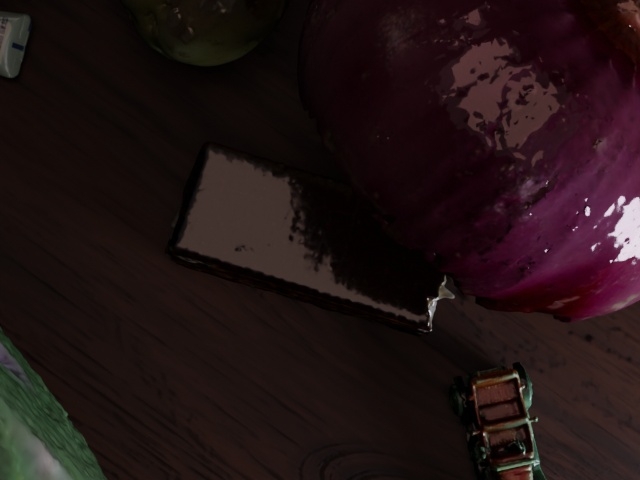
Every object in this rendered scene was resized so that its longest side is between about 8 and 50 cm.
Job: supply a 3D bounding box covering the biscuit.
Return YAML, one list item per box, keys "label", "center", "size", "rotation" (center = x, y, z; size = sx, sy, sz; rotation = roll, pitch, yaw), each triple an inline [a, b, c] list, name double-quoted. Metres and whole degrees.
- label: "biscuit"
  center: [0.000, 0.000, 1.045]
  size: [0.252, 0.070, 0.106]
  rotation: [16, 80, -1]

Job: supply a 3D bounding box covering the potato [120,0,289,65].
- label: "potato"
  center: [-0.098, -0.279, 1.046]
  size: [0.165, 0.165, 0.262]
  rotation: [1, 83, -4]

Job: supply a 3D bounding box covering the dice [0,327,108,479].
- label: "dice"
  center: [-0.361, 0.177, 0.864]
  size: [0.330, 0.318, 0.322]
  rotation: [-37, 84, -9]

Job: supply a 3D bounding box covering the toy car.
- label: "toy car"
  center: [0.158, 0.179, 1.033]
  size: [0.073, 0.054, 0.143]
  rotation: [-11, 80, -5]

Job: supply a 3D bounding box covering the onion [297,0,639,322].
- label: "onion"
  center: [0.158, -0.130, 0.929]
  size: [0.358, 0.358, 0.345]
  rotation: [16, 116, -1]

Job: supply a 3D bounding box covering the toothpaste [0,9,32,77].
- label: "toothpaste"
  center: [-0.378, -0.199, 1.071]
  size: [0.239, 0.039, 0.062]
  rotation: [13, 84, -3]
